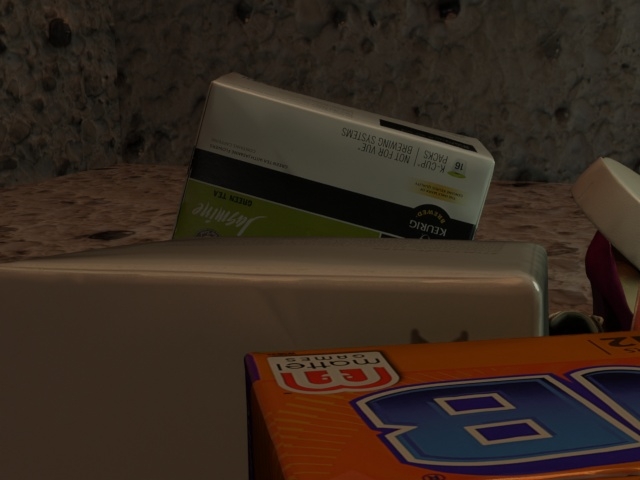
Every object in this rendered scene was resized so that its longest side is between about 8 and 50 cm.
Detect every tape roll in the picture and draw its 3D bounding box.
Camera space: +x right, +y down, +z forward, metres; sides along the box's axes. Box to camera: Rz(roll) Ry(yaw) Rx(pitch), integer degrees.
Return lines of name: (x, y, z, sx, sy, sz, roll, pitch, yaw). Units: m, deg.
tape roll: (0.523, 0.029, 1.692, 0.392, 0.072, 0.392, 35, 17, -13)

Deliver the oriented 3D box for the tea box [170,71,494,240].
tea box: (0.000, 0.000, 1.442, 0.329, 0.323, 0.220, 16, 10, 0)

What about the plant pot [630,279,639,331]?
plant pot: (0.489, 0.123, 1.376, 0.265, 0.272, 0.272, 11, 14, 16)

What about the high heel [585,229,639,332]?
high heel: (0.491, 0.074, 1.757, 0.127, 0.181, 0.377, -5, 12, -19)

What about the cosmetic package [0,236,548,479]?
cosmetic package: (-0.005, 0.166, 0.860, 0.328, 0.329, 0.394, 2, 2, 11)

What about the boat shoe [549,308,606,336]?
boat shoe: (0.335, 0.147, 1.566, 0.121, 0.119, 0.335, 1, 11, 12)

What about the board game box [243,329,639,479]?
board game box: (0.167, 0.249, 0.453, 0.357, 0.356, 0.356, -3, 12, -9)
